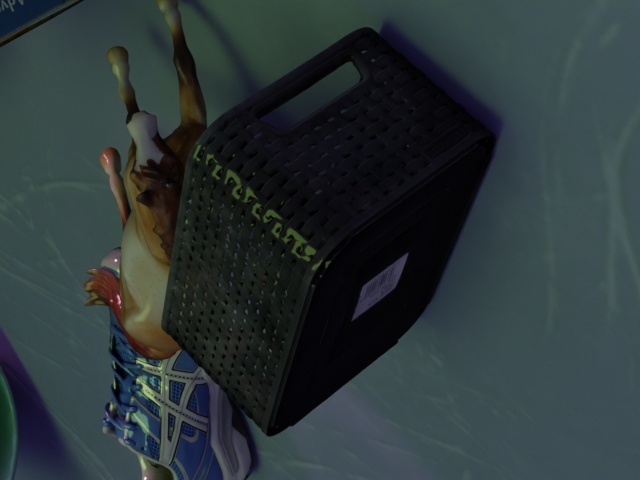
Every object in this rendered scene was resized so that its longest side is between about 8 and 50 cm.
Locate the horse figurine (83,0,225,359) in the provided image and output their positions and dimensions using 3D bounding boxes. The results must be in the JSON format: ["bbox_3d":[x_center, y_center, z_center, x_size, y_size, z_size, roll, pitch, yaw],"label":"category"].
[{"bbox_3d":[-0.091,-0.012,0.865,0.263,0.066,0.174,104,156,-51],"label":"horse figurine"}]

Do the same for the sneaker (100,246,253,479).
[{"bbox_3d":[-0.109,0.102,1.054,0.080,0.081,0.211,17,133,49],"label":"sneaker"}]

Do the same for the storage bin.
[{"bbox_3d":[0.000,0.000,0.753,0.084,0.122,0.180,44,149,18],"label":"storage bin"}]

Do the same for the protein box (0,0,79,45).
[{"bbox_3d":[-0.250,-0.175,0.816,0.201,0.200,0.136,61,174,-12],"label":"protein box"}]

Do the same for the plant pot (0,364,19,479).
[{"bbox_3d":[-0.445,0.171,1.414,0.293,0.293,0.235,62,163,-13],"label":"plant pot"}]
